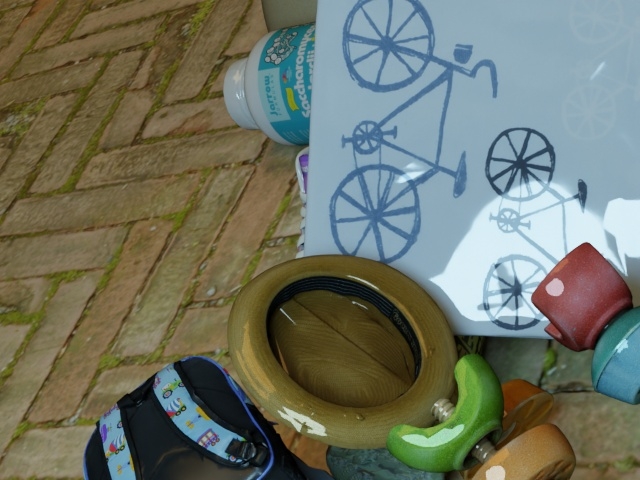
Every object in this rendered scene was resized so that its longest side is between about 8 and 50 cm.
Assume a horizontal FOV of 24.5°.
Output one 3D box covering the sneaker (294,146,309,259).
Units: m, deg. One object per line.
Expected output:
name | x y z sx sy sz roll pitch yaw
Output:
sneaker | -0.001 0.000 1.507 0.102 0.161 0.282 -5 43 36

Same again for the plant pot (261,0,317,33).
plant pot | 0.030 -0.360 1.924 0.284 0.191 0.284 -24 34 17

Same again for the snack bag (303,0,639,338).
snack bag | 0.148 -0.076 1.262 0.343 0.037 0.323 2 87 20

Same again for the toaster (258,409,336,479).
toaster | -0.038 0.256 1.235 0.146 0.129 0.227 -45 37 -10

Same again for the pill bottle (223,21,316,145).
pill bottle | 0.011 -0.190 1.758 0.264 0.146 0.146 -5 42 39

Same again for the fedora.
fedora | 0.015 0.101 1.205 0.194 0.079 0.194 5 51 -6

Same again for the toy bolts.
toy bolts | 0.201 0.143 1.131 0.228 0.218 0.158 -47 63 1

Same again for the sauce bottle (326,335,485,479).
sauce bottle | 0.098 0.078 1.357 0.111 0.111 0.344 -12 40 32

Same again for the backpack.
backpack | -0.101 0.184 1.158 0.158 0.117 0.173 -40 40 1
